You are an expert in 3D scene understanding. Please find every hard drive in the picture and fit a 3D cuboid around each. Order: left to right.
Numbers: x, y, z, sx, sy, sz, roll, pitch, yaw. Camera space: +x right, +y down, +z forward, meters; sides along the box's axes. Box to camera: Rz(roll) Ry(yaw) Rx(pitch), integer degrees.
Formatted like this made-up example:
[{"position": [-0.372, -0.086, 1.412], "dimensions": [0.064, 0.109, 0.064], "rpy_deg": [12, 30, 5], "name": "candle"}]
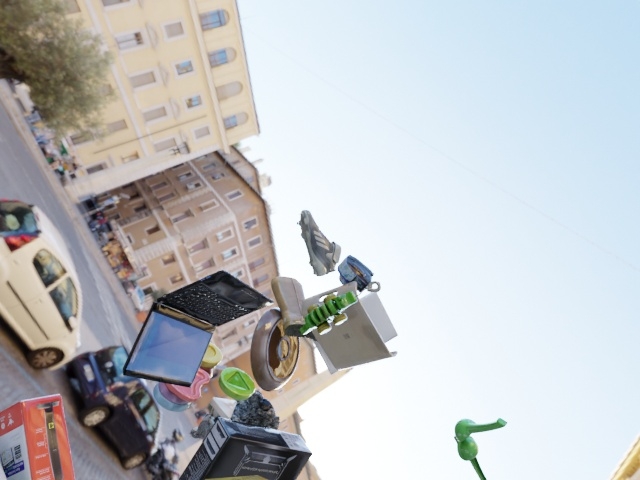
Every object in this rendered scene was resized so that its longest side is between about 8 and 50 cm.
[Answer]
[{"position": [0.126, 0.359, 1.711], "dimensions": [0.203, 0.307, 0.040], "rpy_deg": [63, -8, -7], "name": "hard drive"}]

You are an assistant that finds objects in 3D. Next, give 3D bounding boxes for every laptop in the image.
[{"position": [-0.256, 0.206, 0.974], "dimensions": [0.234, 0.264, 0.137], "rpy_deg": [48, 21, -58], "name": "laptop"}]

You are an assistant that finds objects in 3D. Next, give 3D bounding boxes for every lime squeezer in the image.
[{"position": [0.360, 0.469, 0.998], "dimensions": [0.109, 0.059, 0.311], "rpy_deg": [13, -50, 30], "name": "lime squeezer"}]

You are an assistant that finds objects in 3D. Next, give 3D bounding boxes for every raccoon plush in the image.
[{"position": [-0.304, 0.817, 1.733], "dimensions": [0.216, 0.299, 0.447], "rpy_deg": [-22, -84, 49], "name": "raccoon plush"}]

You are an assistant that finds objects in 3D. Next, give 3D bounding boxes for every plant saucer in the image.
[{"position": [-0.157, 0.412, 1.657], "dimensions": [0.050, 0.311, 0.311], "rpy_deg": [-4, -64, 27], "name": "plant saucer"}]

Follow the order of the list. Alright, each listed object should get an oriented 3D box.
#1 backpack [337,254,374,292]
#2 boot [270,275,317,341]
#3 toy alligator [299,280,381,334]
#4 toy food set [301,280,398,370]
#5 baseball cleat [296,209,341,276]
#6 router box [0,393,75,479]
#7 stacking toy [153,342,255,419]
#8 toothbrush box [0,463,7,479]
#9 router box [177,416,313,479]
[{"position": [0.108, 0.113, 1.454], "dimensions": [0.114, 0.084, 0.105], "rpy_deg": [44, 23, -6], "name": "backpack"}, {"position": [-0.061, 0.254, 1.685], "dimensions": [0.089, 0.236, 0.270], "rpy_deg": [-61, -152, 26], "name": "boot"}, {"position": [0.030, 0.128, 0.849], "dimensions": [0.056, 0.189, 0.051], "rpy_deg": [61, 13, 24], "name": "toy alligator"}, {"position": [0.098, 0.295, 1.478], "dimensions": [0.219, 0.092, 0.306], "rpy_deg": [-22, -73, 28], "name": "toy food set"}, {"position": [0.000, 0.000, 1.287], "dimensions": [0.072, 0.109, 0.206], "rpy_deg": [23, -53, 63], "name": "baseball cleat"}, {"position": [-0.620, 0.507, 0.852], "dimensions": [0.082, 0.335, 0.301], "rpy_deg": [18, 46, -63], "name": "router box"}, {"position": [-0.387, 0.498, 1.457], "dimensions": [0.279, 0.130, 0.309], "rpy_deg": [34, 14, 6], "name": "stacking toy"}, {"position": [-0.595, 0.443, 0.654], "dimensions": [0.283, 0.122, 0.206], "rpy_deg": [36, -2, 32], "name": "toothbrush box"}, {"position": [-0.202, 0.618, 1.155], "dimensions": [0.308, 0.243, 0.081], "rpy_deg": [35, -3, -39], "name": "router box"}]
